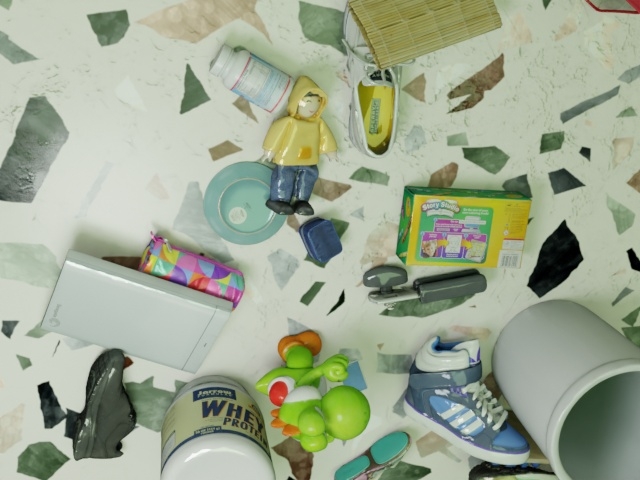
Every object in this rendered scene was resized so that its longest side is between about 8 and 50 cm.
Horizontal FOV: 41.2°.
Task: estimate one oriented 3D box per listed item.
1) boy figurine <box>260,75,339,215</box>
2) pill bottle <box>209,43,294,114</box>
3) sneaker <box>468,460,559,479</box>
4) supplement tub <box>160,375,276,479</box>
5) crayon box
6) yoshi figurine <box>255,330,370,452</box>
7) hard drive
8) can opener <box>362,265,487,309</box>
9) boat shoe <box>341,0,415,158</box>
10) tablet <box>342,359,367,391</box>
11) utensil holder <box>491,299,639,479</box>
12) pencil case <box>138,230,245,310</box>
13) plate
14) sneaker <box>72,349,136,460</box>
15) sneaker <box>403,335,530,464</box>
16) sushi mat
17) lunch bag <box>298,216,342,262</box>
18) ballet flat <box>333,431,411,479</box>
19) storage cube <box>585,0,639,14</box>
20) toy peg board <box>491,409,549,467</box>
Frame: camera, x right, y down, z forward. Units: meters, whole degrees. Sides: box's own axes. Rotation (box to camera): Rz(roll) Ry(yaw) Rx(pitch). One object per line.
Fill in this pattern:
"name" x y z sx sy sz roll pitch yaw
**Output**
"boy figurine" -0.035 -0.197 1.782 0.177 0.092 0.285 4 107 -27
"pill bottle" -0.141 -0.330 1.728 0.160 0.087 0.087 28 101 -17
"sneaker" 0.538 0.655 2.093 0.411 0.158 0.182 18 79 -21
"supplement tub" -0.228 0.453 1.842 0.236 0.325 0.235 -3 109 -9
"crayon box" 0.320 -0.029 1.912 0.279 0.081 0.165 2 107 -11
"yoshi figurine" 0.004 0.334 1.825 0.203 0.362 0.203 -42 109 4
"hard drive" -0.394 0.159 1.816 0.353 0.047 0.233 20 131 -16
"can opener" 0.239 0.100 1.944 0.281 0.074 0.093 -5 108 -9
"boat shoe" 0.115 -0.342 1.733 0.136 0.156 0.366 -1 108 -10
"tablet" 0.076 0.327 2.025 0.054 0.006 0.083 -20 111 -3
"utensil holder" 0.596 0.345 1.924 0.328 0.385 0.327 -3 108 -9
"pencil case" -0.276 0.072 1.831 0.236 0.104 0.104 25 102 -19
"plate" -0.158 -0.076 1.842 0.188 0.024 0.188 -3 109 -10
"sneaker" -0.466 0.368 1.901 0.130 0.109 0.286 11 115 -20
"sneaker" 0.356 0.350 1.960 0.323 0.130 0.236 24 112 21
"sushi mat" 0.216 -0.454 1.712 0.317 0.019 0.151 -24 87 -23
"lunch bag" 0.000 0.000 1.874 0.067 0.065 0.098 -28 110 -17
"ballet flat" 0.137 0.543 2.079 0.222 0.077 0.079 -35 129 7
"storage cube" 0.603 -0.595 1.725 0.215 0.183 0.193 35 97 -18
"toy peg board" 0.464 0.498 2.078 0.161 0.160 0.079 6 122 -12
